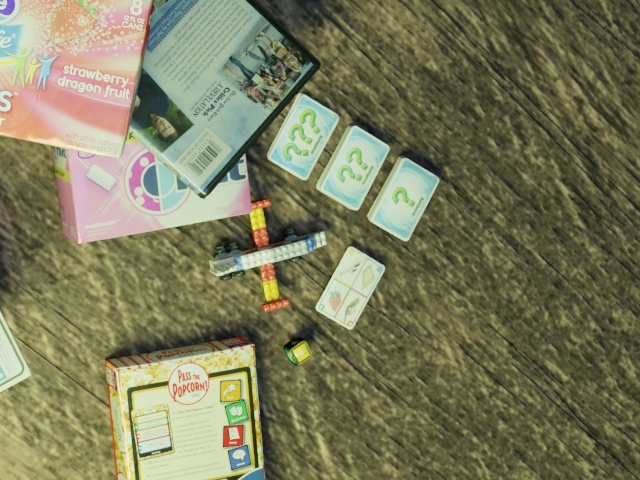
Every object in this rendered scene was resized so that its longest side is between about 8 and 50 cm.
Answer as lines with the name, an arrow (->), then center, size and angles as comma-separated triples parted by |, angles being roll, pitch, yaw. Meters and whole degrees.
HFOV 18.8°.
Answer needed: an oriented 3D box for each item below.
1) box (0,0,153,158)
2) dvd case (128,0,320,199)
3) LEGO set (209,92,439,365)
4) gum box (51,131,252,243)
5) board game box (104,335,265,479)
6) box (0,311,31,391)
box -> -0.306, -0.176, 1.704 | 0.300, 0.142, 0.154 | 12, 94, -8
dvd case -> -0.145, -0.188, 1.830 | 0.253, 0.022, 0.180 | 43, 72, -8
LEGO set -> 0.000, 0.000, 1.953 | 0.182, 0.060, 0.244 | 31, 85, -23
gum box -> -0.159, -0.068, 1.870 | 0.188, 0.062, 0.107 | -11, 103, -21
board game box -> -0.132, 0.204, 1.939 | 0.146, 0.045, 0.193 | -8, 102, -21
box -> -0.423, 0.136, 1.737 | 0.290, 0.169, 0.087 | -29, 109, -15
